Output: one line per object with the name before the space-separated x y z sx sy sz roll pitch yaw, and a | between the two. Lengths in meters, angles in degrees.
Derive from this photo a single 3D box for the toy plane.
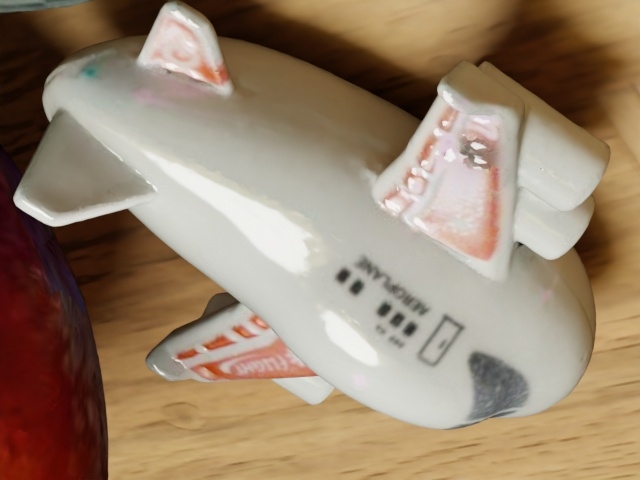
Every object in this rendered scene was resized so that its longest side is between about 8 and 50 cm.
toy plane | 0.001 -0.003 0.774 0.252 0.118 0.252 11 143 9

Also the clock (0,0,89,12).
clock | -0.158 -0.199 0.627 0.312 0.061 0.312 13 147 9

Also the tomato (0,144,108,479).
tomato | -0.178 0.047 0.805 0.176 0.335 0.289 -20 170 6
